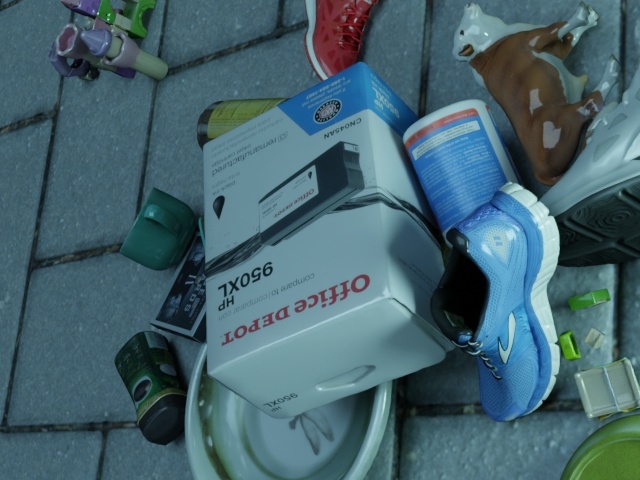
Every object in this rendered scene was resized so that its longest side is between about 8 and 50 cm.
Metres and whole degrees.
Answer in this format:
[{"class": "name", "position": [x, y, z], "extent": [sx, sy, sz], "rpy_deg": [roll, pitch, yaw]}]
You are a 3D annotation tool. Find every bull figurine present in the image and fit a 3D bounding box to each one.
[{"class": "bull figurine", "position": [0.295, -0.215, 1.534], "extent": [0.188, 0.101, 0.310], "rpy_deg": [-35, 57, 22]}]

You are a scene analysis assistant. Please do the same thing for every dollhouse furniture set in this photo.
[{"class": "dollhouse furniture set", "position": [0.341, 0.138, 1.414], "extent": [0.076, 0.058, 0.152], "rpy_deg": [-22, 79, 29]}]

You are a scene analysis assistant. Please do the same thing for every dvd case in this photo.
[{"class": "dvd case", "position": [-0.195, 0.071, 1.885], "extent": [0.179, 0.029, 0.238], "rpy_deg": [-64, 22, -10]}]

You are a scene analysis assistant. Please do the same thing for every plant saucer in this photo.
[{"class": "plant saucer", "position": [-0.031, 0.231, 1.686], "extent": [0.400, 0.100, 0.401], "rpy_deg": [-18, 62, 39]}, {"class": "plant saucer", "position": [0.358, 0.313, 1.319], "extent": [0.241, 0.037, 0.241], "rpy_deg": [-19, 61, 39]}]

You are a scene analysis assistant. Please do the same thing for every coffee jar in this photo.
[{"class": "coffee jar", "position": [-0.273, 0.245, 1.934], "extent": [0.096, 0.079, 0.184], "rpy_deg": [-46, 47, 19]}]

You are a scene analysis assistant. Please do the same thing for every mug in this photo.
[{"class": "mug", "position": [-0.273, -0.010, 1.990], "extent": [0.129, 0.097, 0.158], "rpy_deg": [-60, 9, 15]}]

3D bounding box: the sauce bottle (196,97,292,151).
[{"class": "sauce bottle", "position": [-0.052, -0.171, 1.857], "extent": [0.344, 0.111, 0.111], "rpy_deg": [7, 80, 45]}]

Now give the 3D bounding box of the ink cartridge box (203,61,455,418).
[{"class": "ink cartridge box", "position": [0.000, 0.000, 1.566], "extent": [0.285, 0.166, 0.395], "rpy_deg": [-25, 49, 24]}]

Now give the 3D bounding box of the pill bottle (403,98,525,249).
[{"class": "pill bottle", "position": [0.202, -0.061, 1.524], "extent": [0.124, 0.124, 0.222], "rpy_deg": [-30, 75, 34]}]

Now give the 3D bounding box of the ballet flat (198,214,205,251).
[{"class": "ballet flat", "position": [-0.123, 0.059, 1.718], "extent": [0.087, 0.083, 0.247], "rpy_deg": [-17, 65, 16]}]

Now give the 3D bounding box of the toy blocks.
[{"class": "toy blocks", "position": [-0.445, -0.474, 2.248], "extent": [0.309, 0.260, 0.289], "rpy_deg": [10, 83, 46]}]

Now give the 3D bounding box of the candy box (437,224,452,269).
[{"class": "candy box", "position": [0.157, -0.034, 1.638], "extent": [0.109, 0.053, 0.187], "rpy_deg": [3, 78, 45]}]

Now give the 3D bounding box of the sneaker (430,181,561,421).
[{"class": "sneaker", "position": [0.196, 0.091, 1.399], "extent": [0.130, 0.147, 0.330], "rpy_deg": [42, 149, 49]}]

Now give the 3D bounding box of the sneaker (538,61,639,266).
[{"class": "sneaker", "position": [0.409, -0.159, 1.361], "extent": [0.447, 0.169, 0.258], "rpy_deg": [-35, 48, 36]}]

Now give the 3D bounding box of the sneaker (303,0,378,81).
[{"class": "sneaker", "position": [0.044, -0.344, 1.846], "extent": [0.128, 0.087, 0.221], "rpy_deg": [-33, 55, 33]}]
